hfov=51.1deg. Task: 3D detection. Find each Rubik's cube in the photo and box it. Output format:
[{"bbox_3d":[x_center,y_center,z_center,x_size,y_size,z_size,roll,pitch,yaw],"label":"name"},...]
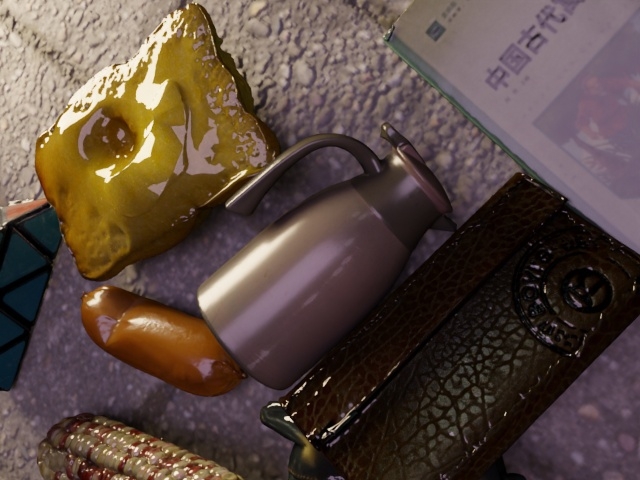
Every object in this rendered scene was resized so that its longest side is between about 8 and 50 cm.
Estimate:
[{"bbox_3d":[-0.352,0.064,0.656,0.190,0.211,0.178,10,119,38],"label":"Rubik's cube"}]

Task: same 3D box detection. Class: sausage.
[{"bbox_3d":[-0.138,0.088,0.582,0.183,0.054,0.062,16,62,23],"label":"sausage"}]

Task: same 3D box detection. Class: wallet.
[{"bbox_3d":[0.098,0.070,0.449,0.243,0.039,0.133,-42,59,-7],"label":"wallet"}]

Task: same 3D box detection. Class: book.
[{"bbox_3d":[0.209,-0.135,0.470,0.282,0.025,0.215,45,104,15],"label":"book"}]

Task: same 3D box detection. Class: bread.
[{"bbox_3d":[-0.141,-0.073,0.573,0.233,0.088,0.161,-28,74,21],"label":"bread"}]

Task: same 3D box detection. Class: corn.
[{"bbox_3d":[-0.141,0.195,0.544,0.237,0.079,0.080,1,88,37],"label":"corn"}]

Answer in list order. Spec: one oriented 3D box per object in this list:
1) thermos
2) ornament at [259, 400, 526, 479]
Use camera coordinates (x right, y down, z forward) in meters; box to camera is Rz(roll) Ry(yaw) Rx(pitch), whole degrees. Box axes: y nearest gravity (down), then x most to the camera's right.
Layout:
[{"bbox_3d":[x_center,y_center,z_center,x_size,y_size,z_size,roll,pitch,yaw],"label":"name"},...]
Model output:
[{"bbox_3d":[0.000,0.000,0.497,0.193,0.105,0.137,-42,100,10],"label":"thermos"},{"bbox_3d":[0.045,0.244,0.493,0.202,0.080,0.236,1,86,24],"label":"ornament"}]
